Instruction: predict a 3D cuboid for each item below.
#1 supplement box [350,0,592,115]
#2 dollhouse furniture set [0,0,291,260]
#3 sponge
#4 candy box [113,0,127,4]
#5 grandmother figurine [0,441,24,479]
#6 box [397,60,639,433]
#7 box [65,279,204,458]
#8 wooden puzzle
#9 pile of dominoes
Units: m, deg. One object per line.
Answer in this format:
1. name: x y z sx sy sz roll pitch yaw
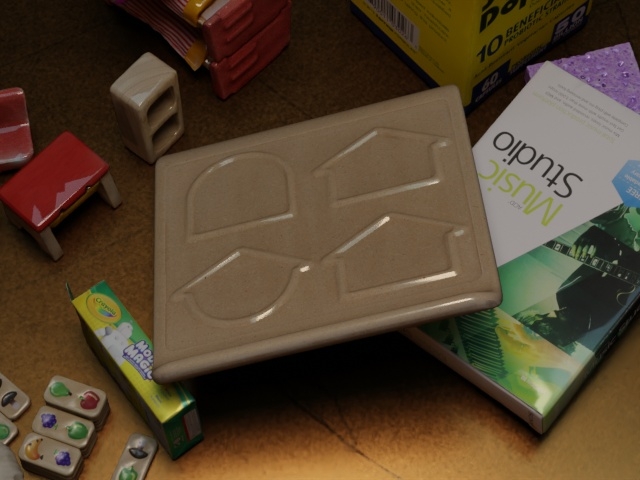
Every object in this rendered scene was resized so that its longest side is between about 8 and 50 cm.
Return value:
1. supplement box: 0.161 -0.327 1.595 0.194 0.356 0.195 -38 68 -16
2. dollhouse furniture set: -0.222 -0.191 1.644 0.201 0.152 0.374 39 70 18
3. sponge: 0.297 -0.105 1.661 0.117 0.031 0.210 -12 64 -3
4. candy box: -0.177 -0.369 1.609 0.159 0.071 0.233 -21 63 -10
5. grandmother figurine: -0.415 0.161 1.489 0.342 0.104 0.207 32 93 19
6. box: 0.222 -0.001 1.568 0.232 0.058 0.322 34 75 23
7. box: -0.180 0.116 1.514 0.043 0.105 0.179 -36 68 -16
8. wooden puzzle: 0.000 0.000 1.525 0.322 0.080 0.347 -13 39 7
9. pile of dominoes: -0.283 0.246 1.486 0.196 0.040 0.251 18 64 10
